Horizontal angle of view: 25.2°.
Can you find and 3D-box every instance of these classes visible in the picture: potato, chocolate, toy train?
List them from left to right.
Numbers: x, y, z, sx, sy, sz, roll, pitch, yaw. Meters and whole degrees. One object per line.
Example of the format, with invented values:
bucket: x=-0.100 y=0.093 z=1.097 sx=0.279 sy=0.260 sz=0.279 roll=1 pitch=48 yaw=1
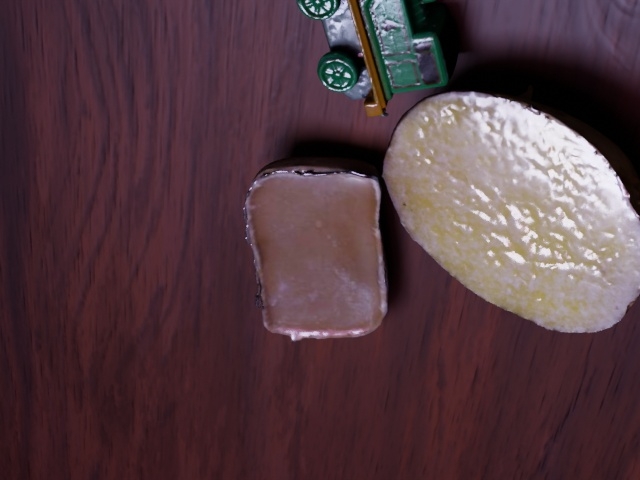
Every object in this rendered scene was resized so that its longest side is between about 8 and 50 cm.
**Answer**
chocolate: x=0.000 y=-0.002 z=1.633 sx=0.161 sy=0.083 sz=0.261 roll=3 pitch=131 yaw=6
toy train: x=0.059 y=-0.222 z=1.405 sx=0.136 sy=0.091 sz=0.227 roll=-3 pitch=125 yaw=18
potato: x=0.217 y=-0.052 z=1.445 sx=0.299 sy=0.116 sz=0.239 roll=32 pitch=137 yaw=14
